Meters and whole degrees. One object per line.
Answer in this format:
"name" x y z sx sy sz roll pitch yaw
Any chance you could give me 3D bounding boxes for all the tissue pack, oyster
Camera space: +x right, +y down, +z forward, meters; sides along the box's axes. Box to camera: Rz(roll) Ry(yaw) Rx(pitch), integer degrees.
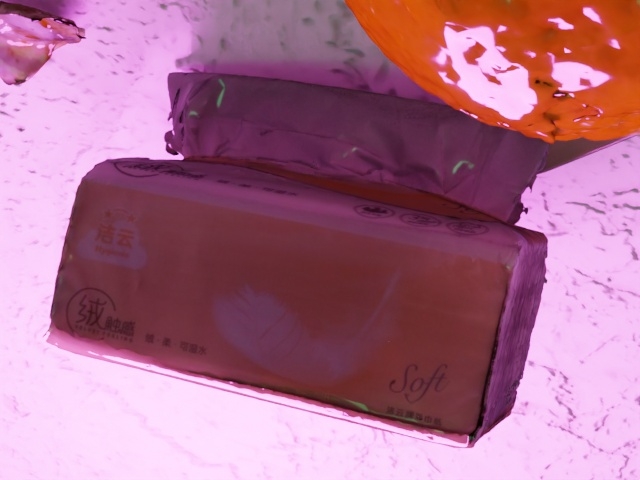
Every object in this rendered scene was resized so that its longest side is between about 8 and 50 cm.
"tissue pack" 0.000 0.000 0.844 0.306 0.238 0.238 11 137 17
"oyster" -0.312 -0.149 0.880 0.295 0.094 0.166 -4 153 4

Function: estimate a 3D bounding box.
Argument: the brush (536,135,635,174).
"brush" 0.141 -0.077 0.861 0.060 0.050 0.321 39 138 -28

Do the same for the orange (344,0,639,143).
"orange" 0.145 -0.210 0.525 0.341 0.341 0.293 -27 92 34
